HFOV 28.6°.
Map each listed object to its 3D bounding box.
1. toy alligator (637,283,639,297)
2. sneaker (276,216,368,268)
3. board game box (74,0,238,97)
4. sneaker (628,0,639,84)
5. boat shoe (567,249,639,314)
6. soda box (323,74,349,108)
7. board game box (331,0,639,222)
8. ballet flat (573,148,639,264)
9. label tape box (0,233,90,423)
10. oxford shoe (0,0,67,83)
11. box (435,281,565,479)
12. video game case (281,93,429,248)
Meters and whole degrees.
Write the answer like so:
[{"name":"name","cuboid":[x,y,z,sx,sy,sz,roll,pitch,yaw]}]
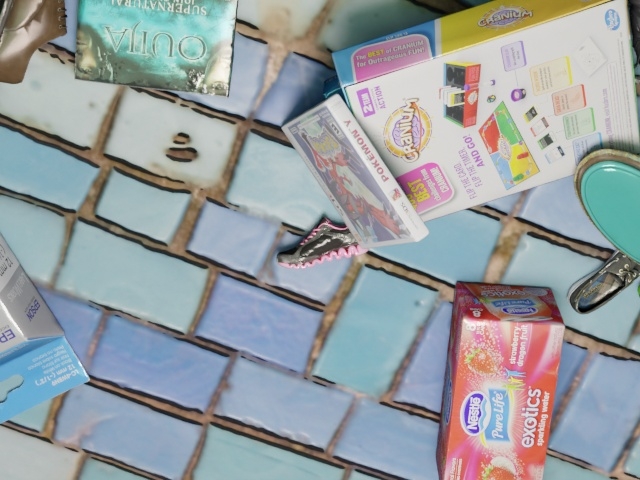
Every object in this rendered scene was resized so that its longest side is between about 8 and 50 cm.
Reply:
[{"name":"toy alligator","cuboid":[0.452,0.100,1.585,0.190,0.056,0.051,47,149,-21]},{"name":"sneaker","cuboid":[0.000,0.000,1.561,0.119,0.047,0.057,-14,103,-2]},{"name":"board game box","cuboid":[-0.194,-0.241,1.482,0.186,0.026,0.126,6,110,-1]},{"name":"sneaker","cuboid":[0.479,-0.230,1.435,0.268,0.101,0.153,5,111,6]},{"name":"boat shoe","cuboid":[0.372,0.044,1.566,0.142,0.040,0.049,-41,105,14]},{"name":"soda box","cuboid":[0.110,-0.194,1.471,0.210,0.067,0.071,-25,108,9]},{"name":"board game box","cuboid":[0.195,-0.154,1.422,0.316,0.064,0.242,-17,135,3]},{"name":"ballet flat","cuboid":[0.440,-0.007,1.507,0.348,0.123,0.123,38,107,-12]},{"name":"label tape box","cuboid":[-0.489,0.105,1.572,0.249,0.115,0.348,-26,106,10]},{"name":"oxford shoe","cuboid":[-0.329,-0.286,1.452,0.096,0.083,0.227,21,109,-30]},{"name":"box","cuboid":[0.222,0.193,1.581,0.128,0.122,0.257,5,110,0]},{"name":"video game case","cuboid":[0.035,-0.073,1.440,0.023,0.201,0.183,-36,97,-15]}]
